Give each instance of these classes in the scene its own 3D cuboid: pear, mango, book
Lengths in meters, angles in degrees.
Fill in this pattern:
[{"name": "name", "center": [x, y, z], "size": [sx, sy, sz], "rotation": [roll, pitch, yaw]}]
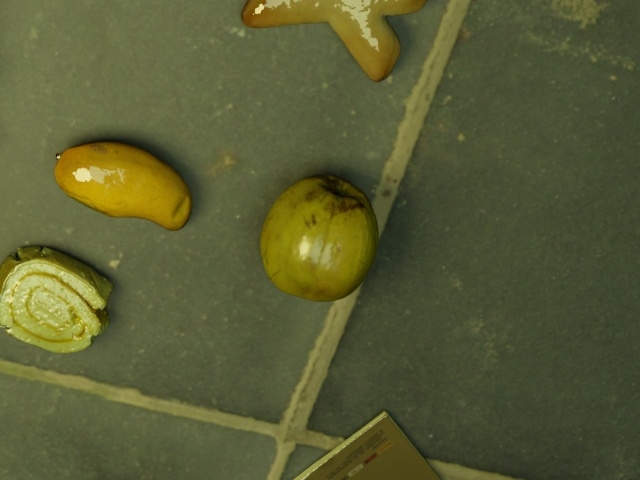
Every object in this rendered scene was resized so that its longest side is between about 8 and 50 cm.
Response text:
[{"name": "pear", "center": [0.000, 0.000, 1.766], "size": [0.148, 0.149, 0.162], "rotation": [13, 105, -19]}, {"name": "mango", "center": [-0.238, -0.069, 1.716], "size": [0.190, 0.075, 0.098], "rotation": [21, 119, -25]}, {"name": "book", "center": [0.093, 0.413, 2.012], "size": [0.217, 0.021, 0.310], "rotation": [-38, 114, 0]}]

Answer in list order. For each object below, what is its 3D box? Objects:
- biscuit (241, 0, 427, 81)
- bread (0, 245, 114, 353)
[{"name": "biscuit", "center": [0.026, -0.301, 1.716], "size": [0.207, 0.047, 0.164], "rotation": [21, 102, -21]}, {"name": "bread", "center": [-0.335, 0.076, 1.749], "size": [0.156, 0.064, 0.117], "rotation": [30, 104, -24]}]
